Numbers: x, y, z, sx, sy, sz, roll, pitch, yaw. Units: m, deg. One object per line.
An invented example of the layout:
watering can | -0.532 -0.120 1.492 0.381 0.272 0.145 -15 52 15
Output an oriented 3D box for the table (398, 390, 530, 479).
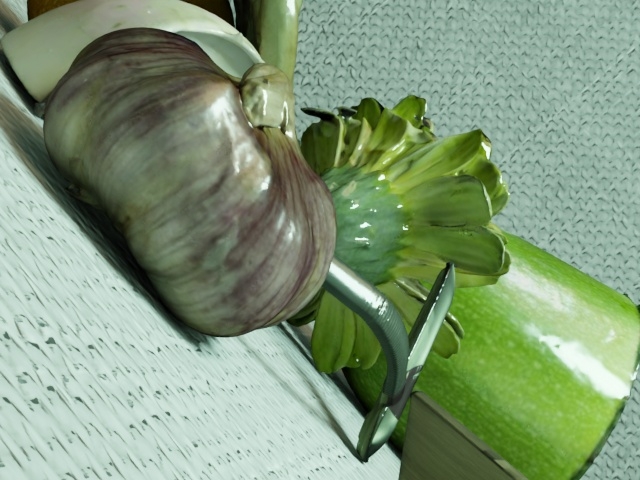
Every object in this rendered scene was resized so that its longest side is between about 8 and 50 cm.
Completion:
table | 0.102 0.189 0.862 0.167 0.167 0.227 48 -7 -38

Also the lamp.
lamp | 0.026 0.020 1.328 0.283 0.124 0.203 48 47 -23

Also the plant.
plant | 0.012 -0.031 1.545 0.297 0.306 0.261 17 49 -29

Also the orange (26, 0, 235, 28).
orange | -0.178 -0.211 1.517 0.206 0.206 0.206 49 2 -2

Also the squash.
squash | 0.139 0.110 1.703 0.309 0.310 0.310 33 5 -13

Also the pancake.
pancake | -0.047 -0.197 1.447 0.294 0.049 0.294 179 -90 -82

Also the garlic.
garlic | -0.077 -0.052 1.091 0.245 0.160 0.245 49 2 -2

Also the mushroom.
mushroom | -0.143 -0.141 1.326 0.173 0.162 0.236 53 2 40
